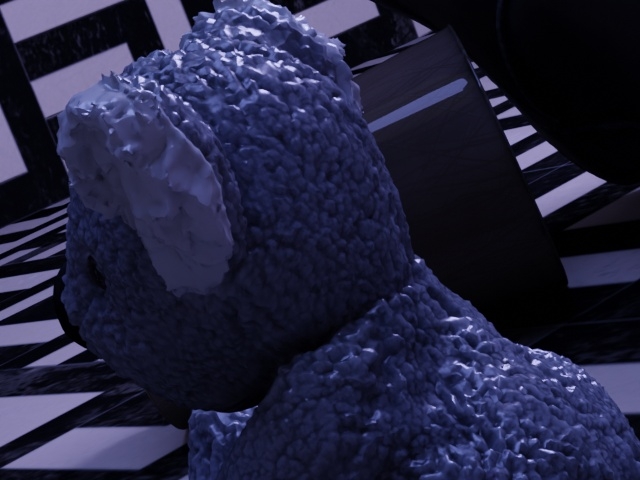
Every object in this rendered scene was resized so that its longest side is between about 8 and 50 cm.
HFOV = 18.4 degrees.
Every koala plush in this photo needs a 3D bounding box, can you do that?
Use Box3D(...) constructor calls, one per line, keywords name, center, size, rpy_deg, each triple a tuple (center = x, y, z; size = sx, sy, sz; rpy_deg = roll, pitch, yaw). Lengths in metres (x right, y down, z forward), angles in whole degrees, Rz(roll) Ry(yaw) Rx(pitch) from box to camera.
Box3D(name="koala plush", center=(-0.011, 0.028, 0.669), size=(0.203, 0.221, 0.196), rpy_deg=(-17, 9, 23))

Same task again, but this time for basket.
Box3D(name="basket", center=(0.000, 0.000, 1.074), size=(0.227, 0.154, 0.204), rpy_deg=(-25, -2, 5))

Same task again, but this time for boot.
Box3D(name="boot", center=(0.135, -0.149, 1.009), size=(0.146, 0.367, 0.445), rpy_deg=(-53, 12, 1))
